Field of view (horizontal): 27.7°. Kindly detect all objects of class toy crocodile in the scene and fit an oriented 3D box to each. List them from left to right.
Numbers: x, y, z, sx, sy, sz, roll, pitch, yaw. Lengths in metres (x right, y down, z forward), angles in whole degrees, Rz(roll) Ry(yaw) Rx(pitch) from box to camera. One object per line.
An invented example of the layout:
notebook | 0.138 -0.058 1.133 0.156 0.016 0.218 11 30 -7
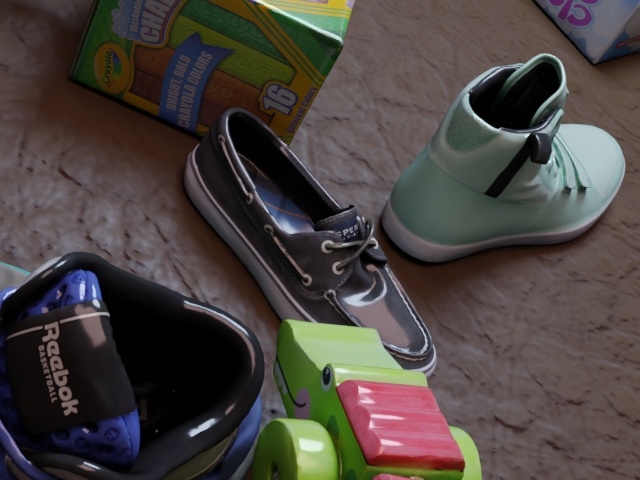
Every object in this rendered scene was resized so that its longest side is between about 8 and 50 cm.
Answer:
toy crocodile | 0.042 0.153 0.646 0.115 0.105 0.341 11 35 -21

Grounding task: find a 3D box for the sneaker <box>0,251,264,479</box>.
sneaker | -0.162 0.073 0.584 0.315 0.182 0.128 -9 73 -19

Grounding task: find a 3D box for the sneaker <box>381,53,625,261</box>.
sneaker | 0.174 -0.072 0.972 0.256 0.151 0.094 -18 60 -41

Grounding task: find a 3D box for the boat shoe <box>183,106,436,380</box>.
boat shoe | 0.000 0.000 0.862 0.080 0.076 0.228 -24 65 -41

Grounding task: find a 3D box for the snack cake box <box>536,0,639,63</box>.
snack cake box | 0.252 -0.305 1.273 0.152 0.089 0.264 -18 62 -41

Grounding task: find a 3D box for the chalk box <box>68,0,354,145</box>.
chalk box | -0.092 -0.173 0.929 0.213 0.132 0.132 23 44 -8

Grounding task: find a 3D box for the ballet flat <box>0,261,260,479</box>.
ballet flat | -0.132 0.080 0.716 0.213 0.072 0.068 29 37 -4
